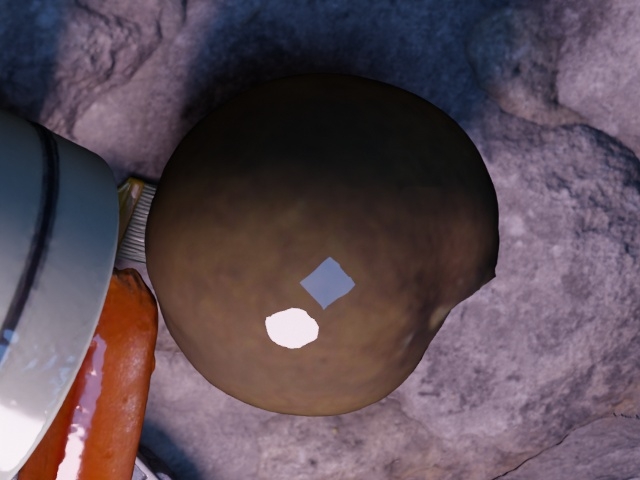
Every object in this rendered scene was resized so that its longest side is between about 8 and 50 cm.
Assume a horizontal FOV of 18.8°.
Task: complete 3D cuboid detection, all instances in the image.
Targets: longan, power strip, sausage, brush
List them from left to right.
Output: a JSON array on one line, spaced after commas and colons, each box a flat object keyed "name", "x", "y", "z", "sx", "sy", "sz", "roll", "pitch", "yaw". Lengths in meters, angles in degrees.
[{"name": "power strip", "x": -0.319, "y": 0.060, "z": 1.598, "sx": 0.161, "sy": 0.357, "sz": 0.357, "roll": 26, "pitch": 104, "yaw": -28}, {"name": "brush", "x": -0.231, "y": -0.034, "z": 1.777, "sx": 0.205, "sy": 0.011, "sz": 0.083, "roll": 15, "pitch": 110, "yaw": -26}, {"name": "sausage", "x": -0.216, "y": 0.185, "z": 1.745, "sx": 0.097, "sy": 0.094, "sz": 0.348, "roll": 4, "pitch": 106, "yaw": -31}, {"name": "longan", "x": 0.000, "y": 0.000, "z": 1.717, "sx": 0.319, "sy": 0.319, "sz": 0.319, "roll": -8, "pitch": 118, "yaw": -16}]

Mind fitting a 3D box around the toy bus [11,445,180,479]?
[{"name": "toy bus", "x": -0.231, "y": 0.233, "z": 1.865, "sx": 0.138, "sy": 0.097, "sz": 0.342, "roll": -42, "pitch": 121, "yaw": -4}]
